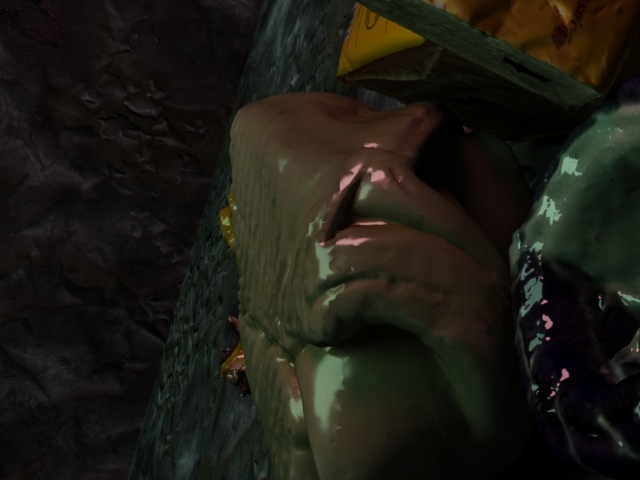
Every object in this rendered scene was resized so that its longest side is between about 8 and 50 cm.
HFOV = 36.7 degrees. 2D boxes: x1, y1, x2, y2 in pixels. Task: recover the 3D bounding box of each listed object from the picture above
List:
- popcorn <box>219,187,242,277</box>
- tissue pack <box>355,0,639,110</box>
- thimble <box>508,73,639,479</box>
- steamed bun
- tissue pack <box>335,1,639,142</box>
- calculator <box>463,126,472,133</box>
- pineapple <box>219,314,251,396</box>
[{"bbox_3d":[0.000,0.000,1.120,0.266,0.233,0.192,-64,-5,-45],"label":"popcorn"},{"bbox_3d":[0.135,-0.217,0.577,0.226,0.183,0.092,-61,-5,2],"label":"tissue pack"},{"bbox_3d":[0.210,0.026,0.540,0.237,0.150,0.237,-166,90,-76],"label":"thimble"},{"bbox_3d":[0.066,0.042,0.801,0.368,0.255,0.342,-119,28,-52],"label":"steamed bun"},{"bbox_3d":[0.184,-0.289,0.781,0.293,0.228,0.382,-169,94,-76],"label":"tissue pack"},{"bbox_3d":[0.145,-0.127,1.123,0.166,0.024,0.103,122,157,-48],"label":"calculator"},{"bbox_3d":[-0.026,0.132,1.244,0.161,0.158,0.334,-51,-6,0],"label":"pineapple"}]
